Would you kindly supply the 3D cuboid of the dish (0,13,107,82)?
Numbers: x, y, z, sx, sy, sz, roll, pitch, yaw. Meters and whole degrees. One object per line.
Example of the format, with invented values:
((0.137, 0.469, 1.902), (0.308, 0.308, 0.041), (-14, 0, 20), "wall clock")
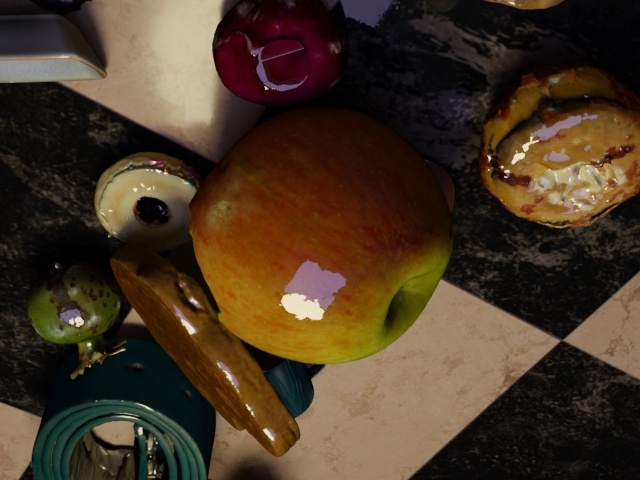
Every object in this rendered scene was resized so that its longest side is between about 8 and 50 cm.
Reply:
((-0.400, -0.243, 1.039), (0.234, 0.154, 0.064), (-2, 92, 0), "dish")

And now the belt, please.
((-0.343, 0.362, 1.461), (0.300, 0.173, 0.436), (6, 127, -3), "belt")

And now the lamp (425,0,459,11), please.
((0.107, -0.459, 0.781), (0.272, 0.205, 0.374), (-36, 79, 10), "lamp")

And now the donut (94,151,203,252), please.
((-0.245, -0.059, 1.209), (0.175, 0.068, 0.174), (-1, 130, -1), "donut")

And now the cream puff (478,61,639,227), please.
((0.326, -0.134, 1.104), (0.240, 0.163, 0.240), (0, 142, 0), "cream puff")

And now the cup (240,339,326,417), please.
((-0.062, 0.223, 1.395), (0.150, 0.113, 0.138), (-12, 128, 10), "cup")

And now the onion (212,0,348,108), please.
((-0.050, -0.255, 1.020), (0.173, 0.135, 0.198), (-2, 125, -3), "onion")

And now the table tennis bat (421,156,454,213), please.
((0.111, -0.014, 1.277), (0.154, 0.021, 0.274), (12, 124, -9), "table tennis bat")

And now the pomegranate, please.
((-0.373, 0.114, 1.277), (0.148, 0.148, 0.169), (-31, 89, 21), "pomegranate")

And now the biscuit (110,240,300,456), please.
((-0.170, 0.163, 1.221), (0.381, 0.074, 0.359), (43, 161, 11), "biscuit")

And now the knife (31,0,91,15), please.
((-0.234, -0.398, 0.967), (0.089, 0.043, 0.365), (37, 118, -26), "knife")

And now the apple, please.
((0.000, 0.000, 1.080), (0.340, 0.339, 0.339), (0, 127, -1), "apple")

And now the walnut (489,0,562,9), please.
((0.199, -0.357, 0.934), (0.204, 0.141, 0.238), (-25, 82, -4), "walnut")
